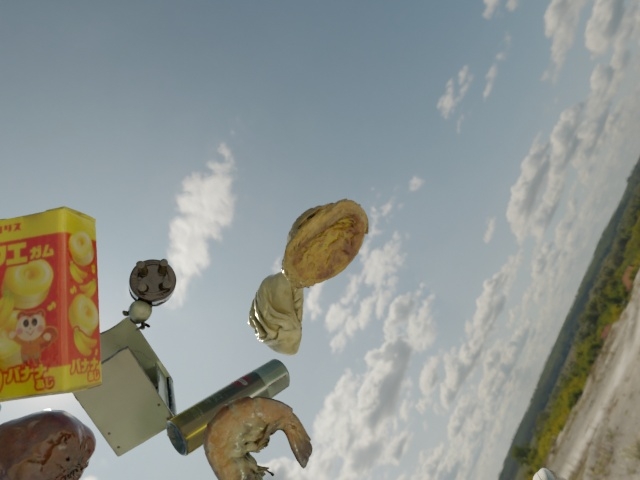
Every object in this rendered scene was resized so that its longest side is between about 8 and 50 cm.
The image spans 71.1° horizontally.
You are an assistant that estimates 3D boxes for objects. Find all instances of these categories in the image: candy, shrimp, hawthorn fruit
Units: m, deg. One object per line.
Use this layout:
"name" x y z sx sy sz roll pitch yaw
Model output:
"candy" -0.428 0.097 0.688 0.088 0.146 0.275 50 -151 -76
"shrimp" -0.081 0.395 0.731 0.058 0.169 0.295 -55 -55 -88
"hawthorn fruit" -0.949 0.713 1.513 0.308 0.325 0.308 -53 1 1

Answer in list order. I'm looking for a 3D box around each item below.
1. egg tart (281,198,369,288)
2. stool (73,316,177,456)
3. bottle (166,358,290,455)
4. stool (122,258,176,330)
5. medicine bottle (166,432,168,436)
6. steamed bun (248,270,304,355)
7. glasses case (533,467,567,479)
"egg tart" 0.000 -0.003 1.393 0.341 0.129 0.341 -32 -33 -24
"stool" -0.538 0.390 1.238 0.170 0.244 0.269 -28 -70 -14
"bottle" -0.193 0.359 0.993 0.286 0.082 0.082 -21 -53 -44
"stool" -0.474 0.138 1.235 0.121 0.125 0.217 -41 28 62
"medicine bottle" -0.531 0.738 1.680 0.057 0.057 0.089 -44 -54 -34
"steamed bun" -0.171 0.272 1.715 0.276 0.204 0.289 -100 15 -54
"glasses case" 0.305 0.318 0.483 0.041 0.164 0.063 -50 -19 2
